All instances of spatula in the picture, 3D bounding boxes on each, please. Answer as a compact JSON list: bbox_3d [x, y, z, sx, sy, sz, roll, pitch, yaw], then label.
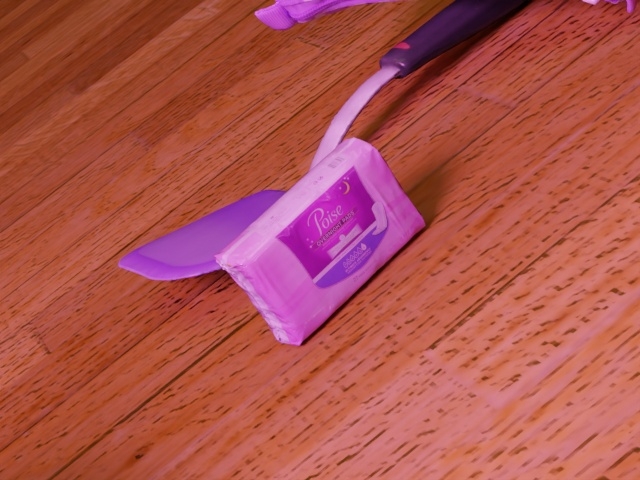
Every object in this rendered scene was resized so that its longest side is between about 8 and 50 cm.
[{"bbox_3d":[0.025,-0.068,0.722,0.296,0.030,0.084,-42,26,-17],"label":"spatula"}]

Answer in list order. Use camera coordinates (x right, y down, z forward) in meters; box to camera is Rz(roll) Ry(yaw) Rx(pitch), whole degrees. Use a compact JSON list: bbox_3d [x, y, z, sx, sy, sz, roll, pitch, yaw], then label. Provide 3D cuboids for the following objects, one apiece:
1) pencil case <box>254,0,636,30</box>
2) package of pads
[{"bbox_3d":[0.069,-0.153,0.709,0.206,0.086,0.088,2,80,30],"label":"pencil case"},{"bbox_3d":[0.000,0.000,0.601,0.083,0.050,0.032,-43,25,-16],"label":"package of pads"}]
